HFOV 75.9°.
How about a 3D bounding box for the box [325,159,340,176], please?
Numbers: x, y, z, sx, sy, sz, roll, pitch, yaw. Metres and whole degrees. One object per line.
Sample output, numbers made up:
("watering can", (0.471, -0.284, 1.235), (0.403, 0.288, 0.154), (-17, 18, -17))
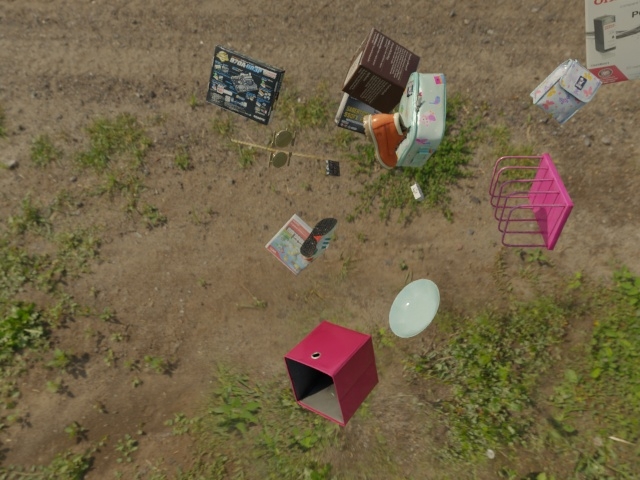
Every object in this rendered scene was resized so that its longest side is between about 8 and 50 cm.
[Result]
("box", (0.055, -0.319, 1.818), (0.018, 0.083, 0.067), (-4, 91, 37))

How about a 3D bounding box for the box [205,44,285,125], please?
("box", (-0.240, -0.487, 1.291), (0.220, 0.175, 0.051), (22, 30, 2))

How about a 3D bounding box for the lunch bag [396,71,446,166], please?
("lunch bag", (0.285, -0.340, 1.203), (0.107, 0.279, 0.224), (7, 82, 3))

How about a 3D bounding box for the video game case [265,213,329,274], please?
("video game case", (-0.110, 0.026, 1.848), (0.204, 0.285, 0.025), (42, 46, -5))

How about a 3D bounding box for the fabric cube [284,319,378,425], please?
("fabric cube", (0.051, 0.518, 1.646), (0.253, 0.260, 0.258), (9, 31, 40))

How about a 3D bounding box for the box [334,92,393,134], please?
("box", (0.198, -0.569, 1.817), (0.230, 0.183, 0.056), (11, 30, -23))

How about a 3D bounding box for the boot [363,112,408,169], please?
("boot", (0.159, -0.218, 0.910), (0.084, 0.158, 0.059), (-7, 57, 23))

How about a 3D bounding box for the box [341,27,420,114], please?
("box", (0.212, -0.594, 1.462), (0.203, 0.168, 0.167), (24, 70, -15))

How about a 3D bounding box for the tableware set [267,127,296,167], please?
("tableware set", (-0.196, -0.446, 1.986), (0.128, 0.194, 0.039), (-11, 41, -36))

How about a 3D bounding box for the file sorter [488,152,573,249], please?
("file sorter", (0.717, -0.141, 1.444), (0.182, 0.202, 0.291), (1, 45, 8))

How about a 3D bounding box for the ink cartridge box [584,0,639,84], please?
("ink cartridge box", (0.628, -0.440, 0.826), (0.158, 0.218, 0.092), (1, 51, 36))

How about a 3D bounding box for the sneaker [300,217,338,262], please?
("sneaker", (0.000, 0.000, 1.287), (0.057, 0.075, 0.161), (28, 69, 28))

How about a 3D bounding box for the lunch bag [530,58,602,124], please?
("lunch bag", (0.416, -0.253, 0.695), (0.071, 0.083, 0.053), (31, 41, -12))

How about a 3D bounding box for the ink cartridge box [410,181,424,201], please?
("ink cartridge box", (0.447, -0.227, 1.897), (0.028, 0.048, 0.084), (-29, 65, 29))

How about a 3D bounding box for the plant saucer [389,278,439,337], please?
("plant saucer", (0.293, 0.211, 1.248), (0.037, 0.194, 0.195), (34, 69, -25))
